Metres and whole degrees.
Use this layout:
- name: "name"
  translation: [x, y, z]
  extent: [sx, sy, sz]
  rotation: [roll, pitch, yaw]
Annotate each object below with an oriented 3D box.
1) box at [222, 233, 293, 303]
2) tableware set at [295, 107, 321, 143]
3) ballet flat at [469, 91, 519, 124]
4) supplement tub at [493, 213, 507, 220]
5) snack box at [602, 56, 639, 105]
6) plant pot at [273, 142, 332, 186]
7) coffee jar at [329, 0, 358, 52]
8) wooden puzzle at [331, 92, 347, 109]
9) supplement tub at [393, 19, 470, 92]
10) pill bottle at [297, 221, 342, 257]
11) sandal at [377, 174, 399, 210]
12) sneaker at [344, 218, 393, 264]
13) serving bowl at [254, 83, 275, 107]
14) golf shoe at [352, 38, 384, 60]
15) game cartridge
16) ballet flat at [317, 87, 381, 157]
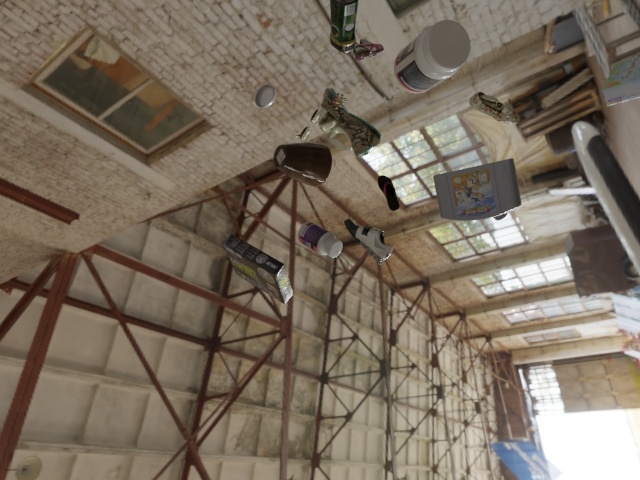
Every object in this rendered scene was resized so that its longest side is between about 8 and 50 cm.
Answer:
- name: "box"
  translation: [-0.240, 0.112, 1.655]
  extent: [0.060, 0.270, 0.216]
  rotation: [-49, -28, -26]
- name: "tableware set"
  translation: [-0.060, -0.613, 2.260]
  extent: [0.039, 0.194, 0.128]
  rotation: [33, -177, 5]
- name: "ballet flat"
  translation: [0.772, -0.582, 1.873]
  extent: [0.077, 0.241, 0.091]
  rotation: [108, -176, -65]
- name: "supplement tub"
  translation: [0.886, -0.196, 2.217]
  extent: [0.106, 0.106, 0.197]
  rotation: [27, -149, -51]
- name: "snack box"
  translation: [1.060, -0.544, 1.413]
  extent: [0.207, 0.175, 0.070]
  rotation: [-46, -66, -31]
- name: "plant pot"
  translation: [-0.100, -0.379, 2.038]
  extent: [0.231, 0.215, 0.215]
  rotation: [6, -112, -40]
- name: "coffee jar"
  translation: [0.079, -0.749, 1.469]
  extent: [0.096, 0.079, 0.184]
  rotation: [50, 159, 28]
- name: "wooden puzzle"
  translation: [0.075, -0.558, 1.712]
  extent: [0.049, 0.083, 0.006]
  rotation: [12, -121, -19]
- name: "supplement tub"
  translation: [0.408, -0.677, 1.590]
  extent: [0.191, 0.191, 0.272]
  rotation: [66, 169, -9]
- name: "pill bottle"
  translation: [0.000, 0.000, 1.857]
  extent: [0.108, 0.194, 0.108]
  rotation: [-28, -48, -36]
- name: "sandal"
  translation: [0.315, -0.222, 1.941]
  extent: [0.040, 0.067, 0.179]
  rotation: [106, 144, -76]
- name: "sneaker"
  translation: [0.273, -0.028, 2.367]
  extent: [0.330, 0.146, 0.122]
  rotation: [47, -168, 21]
- name: "serving bowl"
  translation: [-0.184, -0.487, 1.452]
  extent: [0.027, 0.083, 0.083]
  rotation: [18, -121, -55]
- name: "golf shoe"
  translation: [0.214, -0.861, 1.900]
  extent: [0.186, 0.068, 0.085]
  rotation: [-31, -75, -38]
- name: "game cartridge"
  translation: [0.571, -0.174, 1.573]
  extent: [0.062, 0.297, 0.198]
  rotation: [-12, -87, -49]
- name: "ballet flat"
  translation: [0.090, -0.529, 1.932]
  extent: [0.164, 0.182, 0.482]
  rotation: [35, -163, -49]
